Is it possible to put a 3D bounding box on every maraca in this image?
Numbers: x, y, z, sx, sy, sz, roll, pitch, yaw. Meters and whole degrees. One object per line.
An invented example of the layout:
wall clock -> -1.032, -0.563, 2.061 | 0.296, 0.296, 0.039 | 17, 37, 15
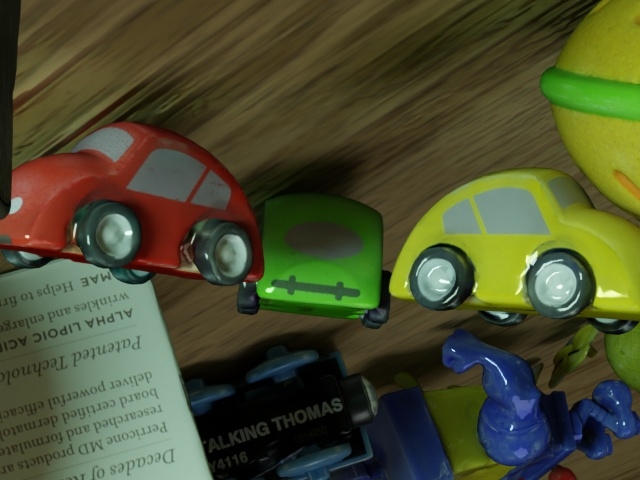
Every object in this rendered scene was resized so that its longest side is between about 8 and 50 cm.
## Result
maraca -> 0.148, -0.051, 0.632 | 0.127, 0.099, 0.186 | 13, -168, 22

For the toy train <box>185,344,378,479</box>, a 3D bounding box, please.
toy train -> -0.056, 0.115, 0.981 | 0.184, 0.080, 0.105 | -19, 169, -1

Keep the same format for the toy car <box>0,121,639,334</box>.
toy car -> 0.000, 0.000, 0.662 | 0.239, 0.053, 0.225 | 7, 175, -3

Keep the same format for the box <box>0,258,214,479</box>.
box -> -0.146, 0.102, 0.764 | 0.182, 0.119, 0.181 | -15, 164, -11

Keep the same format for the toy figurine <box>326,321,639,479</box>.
toy figurine -> 0.108, 0.144, 1.079 | 0.217, 0.191, 0.362 | -7, 159, -20

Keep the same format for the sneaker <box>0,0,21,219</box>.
sneaker -> -0.135, -0.054, 0.386 | 0.118, 0.083, 0.222 | 0, 171, 2
